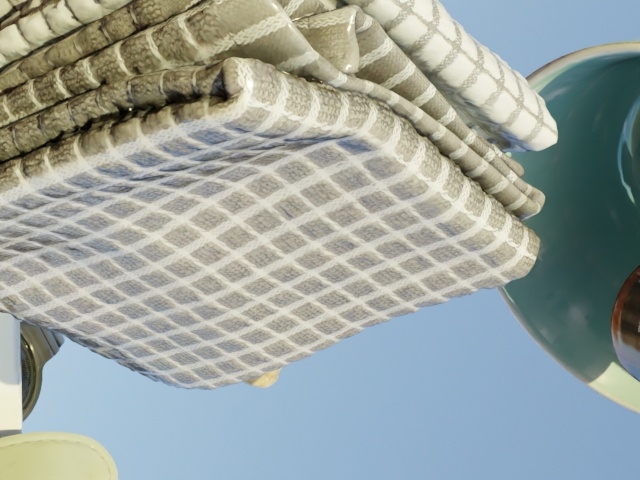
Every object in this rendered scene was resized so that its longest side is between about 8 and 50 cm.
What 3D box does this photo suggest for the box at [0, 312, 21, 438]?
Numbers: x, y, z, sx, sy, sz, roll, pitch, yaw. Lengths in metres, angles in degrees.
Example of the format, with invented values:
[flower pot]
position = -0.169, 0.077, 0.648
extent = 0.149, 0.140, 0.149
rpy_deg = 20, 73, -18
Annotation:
[box]
position = -0.399, 0.126, 0.930
extent = 0.168, 0.345, 0.215
rpy_deg = -142, -127, -71

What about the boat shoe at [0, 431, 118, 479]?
[boat shoe]
position = -0.241, 0.193, 0.826
extent = 0.081, 0.227, 0.069
rpy_deg = 58, -41, 17

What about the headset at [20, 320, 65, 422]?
[headset]
position = -0.418, 0.137, 1.271
extent = 0.243, 0.185, 0.394
rpy_deg = -24, -171, 14

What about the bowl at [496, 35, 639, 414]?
[bowl]
position = 0.282, -0.029, 0.913
extent = 0.311, 0.312, 0.163
rpy_deg = -26, -169, 48

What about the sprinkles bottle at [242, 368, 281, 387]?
[sprinkles bottle]
position = 0.000, 0.000, 1.423
extent = 0.355, 0.121, 0.121
rpy_deg = -52, -153, 14

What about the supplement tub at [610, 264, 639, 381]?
[supplement tub]
position = 0.276, 0.073, 0.796
extent = 0.106, 0.106, 0.198
rpy_deg = -59, -159, 1

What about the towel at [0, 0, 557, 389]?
[towel]
position = -0.057, -0.028, 0.604
extent = 0.283, 0.235, 0.121
rpy_deg = -19, -127, 35
